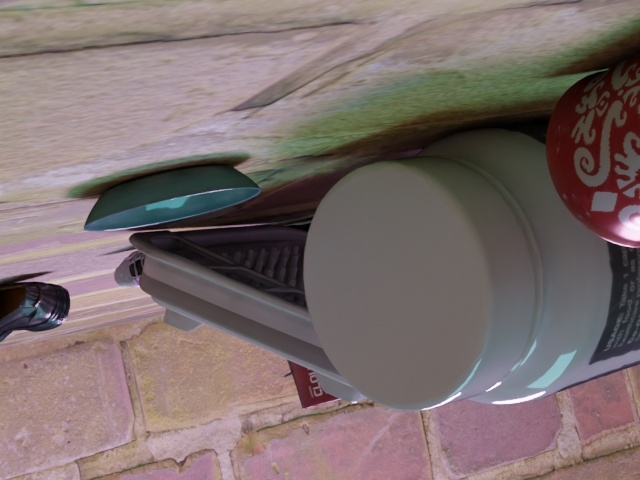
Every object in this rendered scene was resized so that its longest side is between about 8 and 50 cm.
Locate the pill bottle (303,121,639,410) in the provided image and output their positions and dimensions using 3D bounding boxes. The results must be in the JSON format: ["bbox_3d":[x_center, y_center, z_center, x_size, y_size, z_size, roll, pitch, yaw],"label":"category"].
[{"bbox_3d":[0.173,0.011,0.977,0.361,0.204,0.204,-9,175,-45],"label":"pill bottle"}]

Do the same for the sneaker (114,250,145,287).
[{"bbox_3d":[-0.168,0.019,1.248,0.098,0.038,0.069,-23,172,12],"label":"sneaker"}]

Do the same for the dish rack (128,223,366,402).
[{"bbox_3d":[0.005,0.063,1.172,0.285,0.072,0.333,20,-168,23],"label":"dish rack"}]

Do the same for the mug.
[{"bbox_3d":[0.221,-0.084,0.720,0.113,0.150,0.169,25,162,-11],"label":"mug"}]

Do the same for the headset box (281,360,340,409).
[{"bbox_3d":[0.091,0.133,1.697,0.293,0.110,0.218,-16,176,10],"label":"headset box"}]

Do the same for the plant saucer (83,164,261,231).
[{"bbox_3d":[-0.099,-0.029,0.839,0.119,0.021,0.119,-13,175,-1],"label":"plant saucer"}]

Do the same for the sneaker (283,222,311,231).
[{"bbox_3d":[0.000,0.000,1.385,0.188,0.066,0.071,-20,172,-33],"label":"sneaker"}]

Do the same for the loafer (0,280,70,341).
[{"bbox_3d":[-0.346,0.073,1.337,0.170,0.062,0.061,-18,152,24],"label":"loafer"}]
